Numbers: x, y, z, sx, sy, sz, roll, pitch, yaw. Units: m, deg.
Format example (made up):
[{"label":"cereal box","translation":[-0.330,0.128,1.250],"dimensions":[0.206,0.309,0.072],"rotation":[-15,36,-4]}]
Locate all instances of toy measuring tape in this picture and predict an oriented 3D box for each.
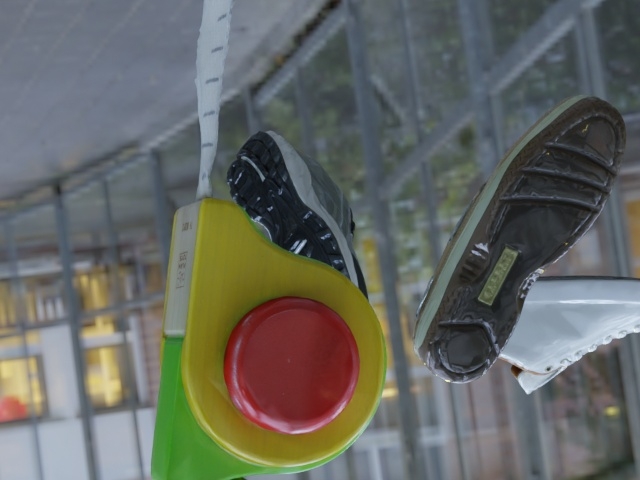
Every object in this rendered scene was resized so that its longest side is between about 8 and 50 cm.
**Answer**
[{"label":"toy measuring tape","translation":[-0.018,0.002,0.790],"dimensions":[0.121,0.330,0.121],"rotation":[6,175,0]}]

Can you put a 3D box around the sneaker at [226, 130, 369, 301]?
[{"label":"sneaker","translation":[0.000,0.000,1.501],"dimensions":[0.108,0.271,0.100],"rotation":[16,128,-39]}]

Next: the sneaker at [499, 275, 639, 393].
[{"label":"sneaker","translation":[0.260,0.097,1.579],"dimensions":[0.290,0.123,0.106],"rotation":[-2,179,6]}]

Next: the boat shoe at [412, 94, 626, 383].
[{"label":"boat shoe","translation":[0.109,-0.009,0.903],"dimensions":[0.068,0.190,0.072],"rotation":[33,-174,-21]}]
